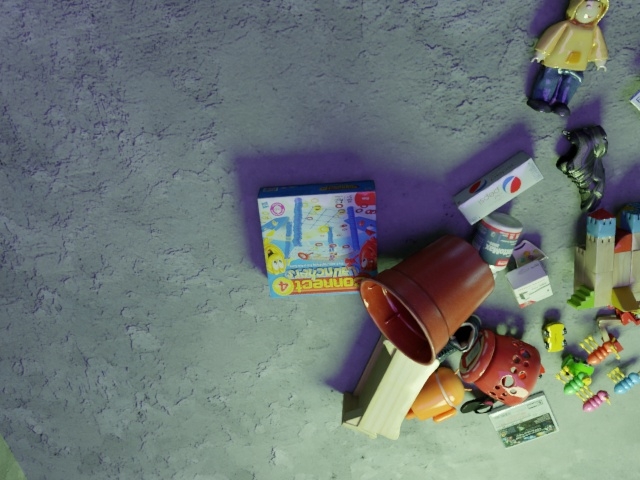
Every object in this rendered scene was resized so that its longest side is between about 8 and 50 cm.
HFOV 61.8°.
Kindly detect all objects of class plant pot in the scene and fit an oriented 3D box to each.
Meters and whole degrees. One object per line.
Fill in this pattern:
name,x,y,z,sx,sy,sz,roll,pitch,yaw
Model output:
plant pot,0.290,0.137,1.395,0.265,0.272,0.272,-35,114,-18
plant pot,0.517,0.362,1.571,0.174,0.191,0.191,27,113,-1

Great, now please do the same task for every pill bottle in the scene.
pill bottle,0.463,0.021,1.447,0.108,0.108,0.180,11,116,-5

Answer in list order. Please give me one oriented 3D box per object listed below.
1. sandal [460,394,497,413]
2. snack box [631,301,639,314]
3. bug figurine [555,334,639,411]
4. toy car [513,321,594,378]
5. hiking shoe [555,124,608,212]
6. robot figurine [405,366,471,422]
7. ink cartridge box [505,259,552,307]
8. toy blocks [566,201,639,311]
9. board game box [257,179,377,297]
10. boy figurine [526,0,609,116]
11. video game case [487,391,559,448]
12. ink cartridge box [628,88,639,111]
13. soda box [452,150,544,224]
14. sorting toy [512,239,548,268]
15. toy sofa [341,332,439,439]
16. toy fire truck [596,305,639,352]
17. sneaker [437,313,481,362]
sandal,0.509,0.522,1.681,0.179,0.040,0.067,0,122,-38
snack box,1.004,0.204,1.455,0.175,0.207,0.070,17,88,-21
bug figurine,0.840,0.413,1.599,0.216,0.072,0.279,-44,118,10
toy car,0.726,0.364,1.636,0.225,0.053,0.238,21,110,-12
hiking shoe,0.664,-0.180,1.373,0.114,0.086,0.226,-1,111,16
robot figurine,0.349,0.475,1.657,0.220,0.158,0.128,-29,149,14
ink cartridge box,0.582,0.124,1.491,0.099,0.056,0.135,-27,142,14
toy blocks,0.836,0.020,1.418,0.382,0.190,0.260,-7,107,-6
board game box,0.000,0.000,1.454,0.309,0.086,0.301,-4,115,3
boy figurine,0.586,-0.436,1.236,0.178,0.092,0.285,13,118,-2
video game case,0.672,0.598,1.770,0.191,0.022,0.173,-25,112,11
ink cartridge box,0.960,-0.361,1.279,0.330,0.071,0.324,38,111,-13
soda box,0.457,-0.136,1.389,0.216,0.074,0.069,-35,110,16
sorting toy,0.575,0.038,1.492,0.075,0.045,0.083,46,118,-6
toy sofa,0.205,0.415,1.615,0.177,0.150,0.362,19,114,-5
toy fire truck,0.868,0.232,1.576,0.135,0.047,0.192,-40,109,17
sneaker,0.362,0.300,1.545,0.226,0.163,0.086,-43,80,15
